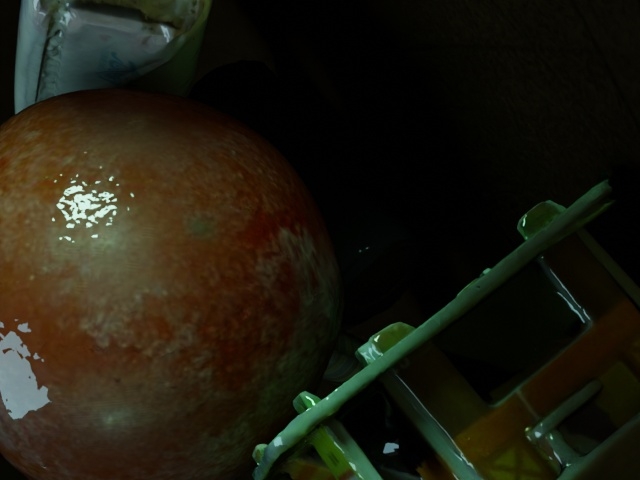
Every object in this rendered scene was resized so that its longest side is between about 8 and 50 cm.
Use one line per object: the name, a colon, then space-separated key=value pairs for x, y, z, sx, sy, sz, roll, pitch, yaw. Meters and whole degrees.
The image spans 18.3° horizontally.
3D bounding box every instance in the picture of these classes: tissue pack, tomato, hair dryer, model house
tissue pack: x=-0.135 y=-0.182 z=1.320 sx=0.271 sy=0.124 sz=0.201 roll=121 pitch=151 yaw=-73
tomato: x=-0.108 y=0.034 z=1.236 sx=0.265 sy=0.265 sz=0.265 roll=52 pitch=163 yaw=23
hair dryer: x=0.000 y=0.000 z=1.481 sx=0.197 sy=0.089 sz=0.251 roll=48 pitch=171 yaw=27
model house: x=0.124 y=0.183 z=1.134 sx=0.313 sy=0.242 sz=0.357 roll=53 pitch=163 yaw=6

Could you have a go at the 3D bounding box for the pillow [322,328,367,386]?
pillow: x=0.043 y=0.096 z=1.411 sx=0.203 sy=0.038 sz=0.113 roll=26 pitch=173 yaw=-18
